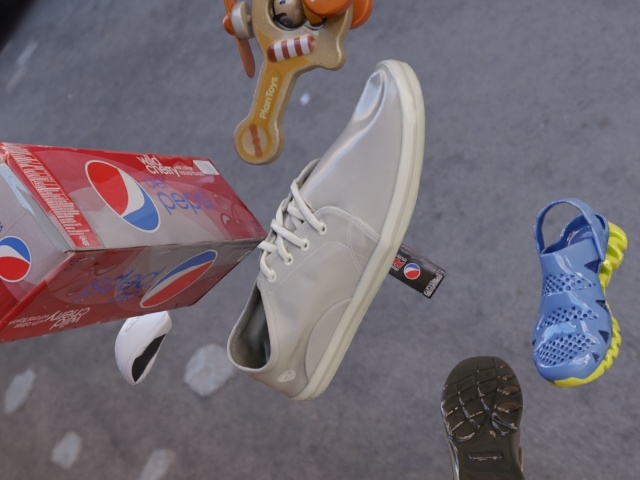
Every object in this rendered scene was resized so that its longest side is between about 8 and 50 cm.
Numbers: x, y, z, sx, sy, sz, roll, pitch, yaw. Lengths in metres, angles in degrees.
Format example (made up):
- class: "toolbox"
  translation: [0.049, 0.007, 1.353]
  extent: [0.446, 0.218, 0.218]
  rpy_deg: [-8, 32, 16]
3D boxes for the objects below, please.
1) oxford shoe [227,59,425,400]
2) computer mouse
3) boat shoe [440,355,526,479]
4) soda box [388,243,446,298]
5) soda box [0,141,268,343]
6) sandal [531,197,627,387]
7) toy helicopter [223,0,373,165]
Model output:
- class: "oxford shoe"
  translation: [0.000, 0.000, 1.178]
  extent: [0.169, 0.130, 0.449]
  rpy_deg: [-110, 37, -55]
- class: "computer mouse"
  translation: [-0.221, 0.102, 1.305]
  extent: [0.193, 0.042, 0.106]
  rpy_deg: [-61, 39, 16]
- class: "boat shoe"
  translation: [0.236, 0.314, 1.476]
  extent: [0.123, 0.120, 0.324]
  rpy_deg: [-1, 42, 8]
- class: "soda box"
  translation: [0.139, 0.035, 1.804]
  extent: [0.053, 0.169, 0.060]
  rpy_deg: [-58, -4, 10]
- class: "soda box"
  translation: [-0.140, -0.002, 0.675]
  extent: [0.092, 0.083, 0.263]
  rpy_deg: [-41, -12, 17]
- class: "sandal"
  translation: [0.342, 0.061, 1.412]
  extent: [0.126, 0.138, 0.317]
  rpy_deg: [-18, 38, 32]
- class: "toy helicopter"
  translation: [-0.076, -0.298, 1.643]
  extent: [0.140, 0.235, 0.355]
  rpy_deg: [-7, -65, -72]
